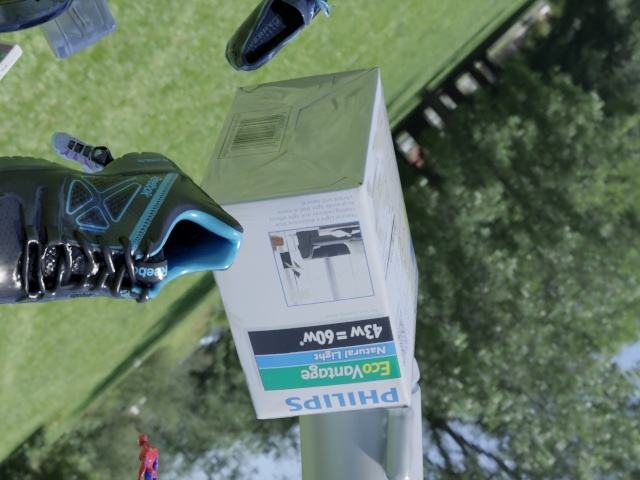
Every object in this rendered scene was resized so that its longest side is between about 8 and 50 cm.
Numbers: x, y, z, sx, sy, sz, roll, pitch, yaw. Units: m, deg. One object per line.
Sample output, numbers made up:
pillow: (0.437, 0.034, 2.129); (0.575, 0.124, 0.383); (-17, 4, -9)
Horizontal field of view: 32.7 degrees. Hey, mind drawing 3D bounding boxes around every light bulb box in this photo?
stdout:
light bulb box: (0.000, 0.000, 1.547); (0.225, 0.361, 0.358); (-6, -149, 11)

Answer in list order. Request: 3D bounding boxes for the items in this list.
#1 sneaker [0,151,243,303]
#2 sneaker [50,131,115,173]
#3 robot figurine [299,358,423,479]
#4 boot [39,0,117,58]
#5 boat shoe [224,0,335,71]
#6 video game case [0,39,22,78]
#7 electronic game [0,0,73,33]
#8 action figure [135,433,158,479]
sneaker: (-0.215, -0.003, 0.979); (0.340, 0.139, 0.125); (-20, 133, -47)
sneaker: (-0.325, -0.126, 1.533); (0.069, 0.098, 0.038); (-3, -115, 40)
robot figurine: (0.064, 0.297, 1.776); (0.199, 0.354, 0.300); (-7, -171, -30)
boot: (-0.435, -0.432, 1.802); (0.123, 0.258, 0.095); (-27, 176, -14)
boat shoe: (-0.039, -0.360, 1.711); (0.258, 0.109, 0.089); (-55, -156, 1)
video game case: (-0.430, -0.177, 1.217); (0.143, 0.157, 0.019); (-58, 146, -24)
electronic game: (-0.446, -0.339, 1.462); (0.229, 0.229, 0.048); (-44, 150, -45)
action figure: (-0.217, 0.303, 1.382); (0.030, 0.115, 0.038); (-15, 170, 23)
